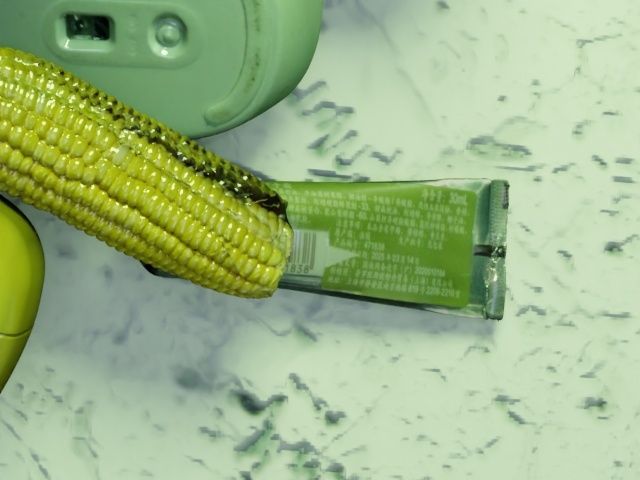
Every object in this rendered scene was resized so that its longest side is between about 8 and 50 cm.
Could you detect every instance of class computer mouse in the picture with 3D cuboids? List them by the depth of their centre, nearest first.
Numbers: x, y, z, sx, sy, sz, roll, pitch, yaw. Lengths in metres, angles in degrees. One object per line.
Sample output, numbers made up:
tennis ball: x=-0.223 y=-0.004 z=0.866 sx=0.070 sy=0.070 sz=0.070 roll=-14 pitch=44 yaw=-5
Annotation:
computer mouse: x=-0.143 y=-0.134 z=0.776 sx=0.288 sy=0.097 sz=0.159 roll=2 pitch=126 yaw=-2

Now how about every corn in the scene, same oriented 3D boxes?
corn: x=-0.103 y=-0.032 z=0.745 sx=0.203 sy=0.072 sz=0.072 roll=29 pitch=87 yaw=-17

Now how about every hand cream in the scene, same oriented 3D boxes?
hand cream: x=0.000 y=0.000 z=0.839 sx=0.235 sy=0.055 sz=0.086 roll=3 pitch=89 yaw=-16

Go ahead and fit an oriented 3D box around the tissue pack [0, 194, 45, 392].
tissue pack: x=-0.205 y=0.022 z=0.733 sx=0.123 sy=0.178 sz=0.127 roll=23 pitch=92 yaw=-12
